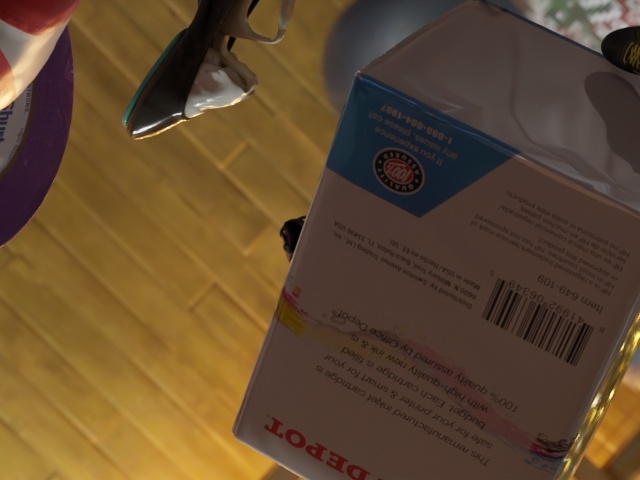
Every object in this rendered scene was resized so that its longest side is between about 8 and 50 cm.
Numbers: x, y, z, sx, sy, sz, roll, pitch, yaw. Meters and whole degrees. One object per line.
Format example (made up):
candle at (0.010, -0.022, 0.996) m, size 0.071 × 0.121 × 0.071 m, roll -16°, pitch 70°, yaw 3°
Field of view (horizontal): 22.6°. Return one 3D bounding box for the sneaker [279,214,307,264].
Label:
sneaker at (0.000, 0.000, 1.264) m, size 0.065 × 0.061 × 0.158 m, roll 49°, pitch -171°, yaw -14°

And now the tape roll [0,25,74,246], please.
tape roll at (-0.297, -0.117, 1.124) m, size 0.090 × 0.275 × 0.275 m, roll 2°, pitch 145°, yaw 34°

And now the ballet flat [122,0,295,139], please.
ballet flat at (-0.092, -0.194, 1.520) m, size 0.096 × 0.280 × 0.095 m, roll 34°, pitch -157°, yaw 8°

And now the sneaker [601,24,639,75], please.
sneaker at (0.200, -0.111, 0.959) m, size 0.083 × 0.031 × 0.035 m, roll 23°, pitch -163°, yaw 40°

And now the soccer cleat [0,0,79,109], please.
soccer cleat at (-0.151, -0.104, 0.655) m, size 0.108 × 0.116 × 0.318 m, roll 26°, pitch 179°, yaw -13°

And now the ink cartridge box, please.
ink cartridge box at (0.102, 0.027, 0.998) m, size 0.198 × 0.197 × 0.270 m, roll 28°, pitch 121°, yaw 14°
